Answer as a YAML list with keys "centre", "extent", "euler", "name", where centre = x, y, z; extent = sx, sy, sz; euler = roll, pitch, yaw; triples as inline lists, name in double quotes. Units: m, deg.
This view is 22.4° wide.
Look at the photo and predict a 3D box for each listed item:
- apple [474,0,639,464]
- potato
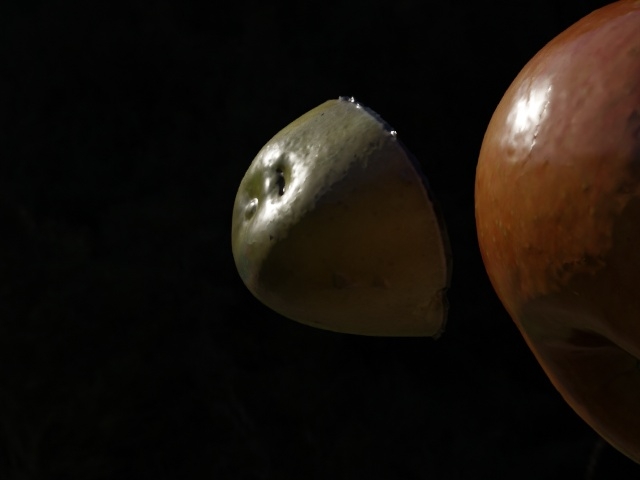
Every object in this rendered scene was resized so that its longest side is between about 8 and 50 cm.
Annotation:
- centre: [0.206, 0.006, 0.815]
  extent: [0.206, 0.272, 0.251]
  euler: [-42, 39, -9]
  name: "apple"
- centre: [0.000, 0.000, 1.124]
  extent: [0.117, 0.182, 0.202]
  euler: [-20, 22, -17]
  name: "potato"
